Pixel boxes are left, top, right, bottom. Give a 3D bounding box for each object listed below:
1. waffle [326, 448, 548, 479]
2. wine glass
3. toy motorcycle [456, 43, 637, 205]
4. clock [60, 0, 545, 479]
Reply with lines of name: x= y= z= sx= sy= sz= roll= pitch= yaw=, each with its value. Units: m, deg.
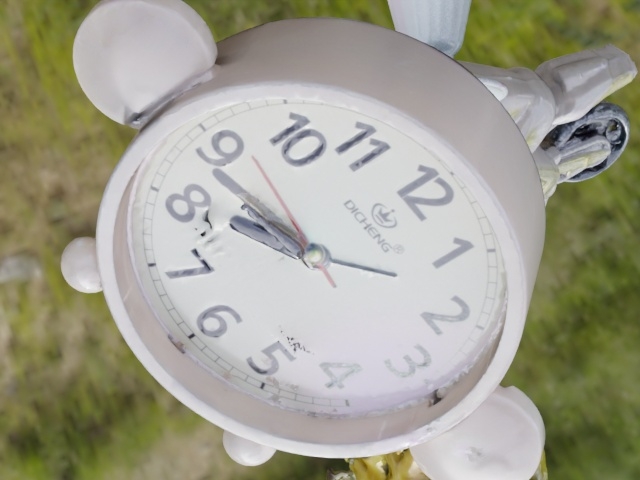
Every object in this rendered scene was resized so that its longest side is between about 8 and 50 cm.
waffle: x=0.065 y=0.212 z=1.016 sx=0.060 sy=0.307 sz=0.312 roll=-6 pitch=109 yaw=-25
wine glass: x=0.095 y=-0.216 z=1.689 sx=0.165 sy=0.196 sz=0.165 roll=-3 pitch=169 yaw=-1
toy motorcycle: x=0.141 y=-0.088 z=1.847 sx=0.340 sy=0.108 sz=0.223 roll=-21 pitch=140 yaw=-12
clock: x=0.000 y=0.000 z=0.695 sx=0.155 sy=0.063 sz=0.229 roll=-33 pitch=106 yaw=30
